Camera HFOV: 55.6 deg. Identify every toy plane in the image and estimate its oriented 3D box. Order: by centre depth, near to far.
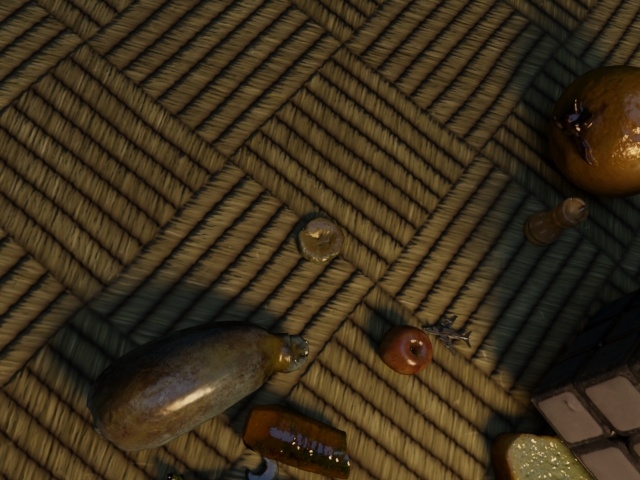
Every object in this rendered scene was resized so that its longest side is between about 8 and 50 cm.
[{"bbox_3d":[0.217,0.158,1.026,0.084,0.024,0.078,18,53,-5],"label":"toy plane"}]

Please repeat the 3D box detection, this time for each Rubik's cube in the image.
[{"bbox_3d":[0.559,0.229,0.888,0.301,0.305,0.304,-34,80,-36],"label":"Rubik's cube"}]

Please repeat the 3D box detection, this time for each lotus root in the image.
[{"bbox_3d":[-0.171,0.187,0.880,0.322,0.158,0.140,-23,79,-23],"label":"lotus root"}]

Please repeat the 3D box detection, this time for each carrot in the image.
[{"bbox_3d":[-0.031,0.298,0.909,0.173,0.082,0.082,17,71,-6],"label":"carrot"}]

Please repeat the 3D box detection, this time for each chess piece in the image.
[{"bbox_3d":[0.417,-0.036,1.070,0.066,0.122,0.066,3,72,-10],"label":"chess piece"}]

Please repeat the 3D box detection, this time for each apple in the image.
[{"bbox_3d":[0.137,0.177,0.983,0.084,0.071,0.084,3,79,-15],"label":"apple"}]

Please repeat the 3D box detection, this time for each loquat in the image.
[{"bbox_3d":[0.523,-0.195,1.087,0.244,0.244,0.244,3,73,-10],"label":"loquat"}]

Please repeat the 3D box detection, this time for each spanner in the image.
[{"bbox_3d":[-0.038,0.440,0.899,0.054,0.015,0.254,-25,79,-18],"label":"spanner"}]

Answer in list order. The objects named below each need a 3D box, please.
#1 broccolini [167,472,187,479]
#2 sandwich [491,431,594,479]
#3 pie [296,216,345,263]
[{"bbox_3d":[-0.099,0.413,0.868,0.271,0.062,0.123,10,87,-4],"label":"broccolini"},{"bbox_3d":[0.366,0.413,0.954,0.186,0.065,0.215,8,71,-8],"label":"sandwich"},{"bbox_3d":[0.000,0.000,1.037,0.084,0.020,0.084,2,73,-8],"label":"pie"}]
